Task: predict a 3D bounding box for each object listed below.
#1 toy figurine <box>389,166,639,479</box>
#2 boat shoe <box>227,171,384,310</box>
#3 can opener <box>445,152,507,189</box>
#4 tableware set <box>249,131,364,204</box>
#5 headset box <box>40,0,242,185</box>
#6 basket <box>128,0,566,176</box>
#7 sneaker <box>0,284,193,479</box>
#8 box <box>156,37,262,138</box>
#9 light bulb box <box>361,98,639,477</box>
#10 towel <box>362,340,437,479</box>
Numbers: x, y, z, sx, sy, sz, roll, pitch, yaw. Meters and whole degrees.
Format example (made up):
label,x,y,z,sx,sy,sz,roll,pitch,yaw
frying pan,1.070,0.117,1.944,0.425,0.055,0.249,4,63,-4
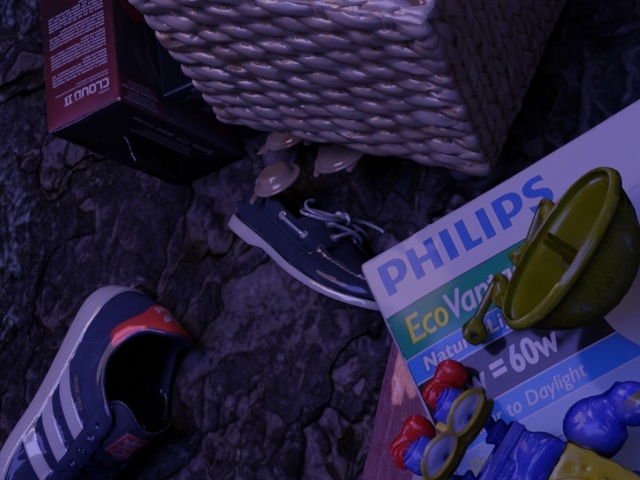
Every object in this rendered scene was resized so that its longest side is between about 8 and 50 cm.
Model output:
label,x,y,z,sx,sy,sz,roll,pitch,yaw
toy figurine,0.175,0.158,0.961,0.217,0.191,0.363,32,83,0
boat shoe,0.000,0.000,1.448,0.254,0.095,0.079,33,102,49
can opener,0.111,-0.180,1.431,0.095,0.076,0.283,-45,57,17
tableware set,-0.003,-0.100,1.475,0.168,0.020,0.141,-12,33,30
headset box,-0.204,-0.209,1.573,0.110,0.218,0.293,-21,65,29
basket,0.039,-0.255,1.275,0.331,0.328,0.266,13,73,22
sneaker,-0.251,0.226,1.534,0.148,0.131,0.350,20,89,42
box,-0.101,-0.218,1.539,0.093,0.158,0.156,-21,65,28
light bulb box,0.283,0.104,1.102,0.358,0.225,0.361,-32,64,15
towel,0.202,0.160,1.296,0.329,0.037,0.237,7,79,35
